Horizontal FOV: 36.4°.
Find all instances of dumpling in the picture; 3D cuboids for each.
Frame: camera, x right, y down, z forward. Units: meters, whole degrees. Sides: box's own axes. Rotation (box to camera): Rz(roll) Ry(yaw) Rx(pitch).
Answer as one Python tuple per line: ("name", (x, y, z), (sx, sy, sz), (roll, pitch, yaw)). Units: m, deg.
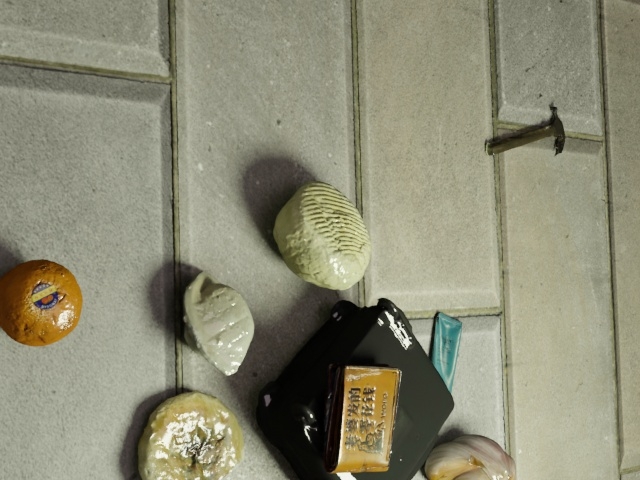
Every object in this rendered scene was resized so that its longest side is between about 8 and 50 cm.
("dumpling", (-0.193, 0.144, 1.724), (0.150, 0.092, 0.176), (24, 70, -39))

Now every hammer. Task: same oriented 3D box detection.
("hammer", (0.503, -0.249, 2.377), (0.297, 0.027, 0.125), (-17, 93, -40))

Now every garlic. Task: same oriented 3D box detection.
("garlic", (0.324, 0.539, 2.063), (0.207, 0.256, 0.207), (-3, 116, -5))

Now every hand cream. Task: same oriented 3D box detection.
("hand cream", (0.271, 0.275, 2.138), (0.083, 0.048, 0.224), (23, 67, -34))

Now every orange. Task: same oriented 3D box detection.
("orange", (-0.440, 0.098, 1.511), (0.135, 0.117, 0.135), (11, 68, -29))

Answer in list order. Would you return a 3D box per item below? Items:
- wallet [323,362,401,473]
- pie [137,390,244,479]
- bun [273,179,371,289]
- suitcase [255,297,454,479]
("wallet", (0.075, 0.317, 1.737), (0.161, 0.042, 0.195), (10, 83, -42))
("pie", (-0.232, 0.359, 1.704), (0.218, 0.052, 0.185), (-40, 106, -37))
("bun", (0.000, 0.000, 1.870), (0.220, 0.134, 0.220), (35, 37, -33))
("suitcase", (0.079, 0.326, 1.876), (0.345, 0.188, 0.339), (-49, 115, -33))
